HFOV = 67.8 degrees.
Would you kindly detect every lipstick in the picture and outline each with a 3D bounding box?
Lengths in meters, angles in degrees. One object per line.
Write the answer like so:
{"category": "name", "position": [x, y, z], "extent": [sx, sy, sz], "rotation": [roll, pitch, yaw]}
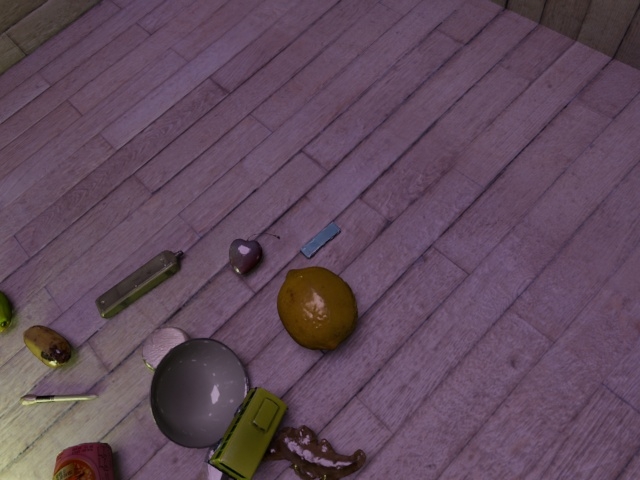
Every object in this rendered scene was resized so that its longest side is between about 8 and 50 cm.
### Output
{"category": "lipstick", "position": [-0.358, 0.816, 1.463], "extent": [0.076, 0.080, 0.371], "rotation": [12, 68, 15]}

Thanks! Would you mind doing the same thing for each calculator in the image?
{"category": "calculator", "position": [0.000, 0.000, 1.819], "extent": [0.172, 0.018, 0.057], "rotation": [-42, 66, -10]}

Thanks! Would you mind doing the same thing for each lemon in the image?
{"category": "lemon", "position": [-0.013, 0.217, 1.582], "extent": [0.258, 0.258, 0.310], "rotation": [-33, 66, -6]}

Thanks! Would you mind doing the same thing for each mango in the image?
{"category": "mango", "position": [-1.303, 0.273, 1.891], "extent": [0.125, 0.111, 0.233], "rotation": [-41, 63, -15]}

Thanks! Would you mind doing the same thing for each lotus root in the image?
{"category": "lotus root", "position": [-1.019, 0.395, 1.787], "extent": [0.258, 0.097, 0.110], "rotation": [25, 64, 29]}

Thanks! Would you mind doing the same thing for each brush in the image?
{"category": "brush", "position": [-0.945, 0.569, 1.724], "extent": [0.299, 0.042, 0.039], "rotation": [-5, 63, 4]}

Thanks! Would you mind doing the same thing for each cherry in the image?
{"category": "cherry", "position": [-0.255, 0.058, 1.791], "extent": [0.188, 0.115, 0.148], "rotation": [8, 47, 9]}

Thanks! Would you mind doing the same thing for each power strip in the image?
{"category": "power strip", "position": [-0.696, 0.158, 1.857], "extent": [0.387, 0.066, 0.092], "rotation": [-36, 62, -5]}

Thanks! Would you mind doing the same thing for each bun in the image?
{"category": "bun", "position": [-0.530, 0.395, 1.676], "extent": [0.172, 0.120, 0.173], "rotation": [-1, 61, 2]}

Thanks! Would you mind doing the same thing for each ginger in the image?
{"category": "ginger", "position": [-0.033, 0.672, 1.472], "extent": [0.333, 0.080, 0.166], "rotation": [14, 84, 17]}

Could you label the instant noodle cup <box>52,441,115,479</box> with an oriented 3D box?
{"category": "instant noodle cup", "position": [-0.739, 0.786, 1.483], "extent": [0.244, 0.244, 0.255], "rotation": [-21, 54, 1]}

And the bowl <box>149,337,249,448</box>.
{"category": "bowl", "position": [-0.418, 0.496, 1.553], "extent": [0.157, 0.337, 0.337], "rotation": [-25, 52, 46]}

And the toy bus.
{"category": "toy bus", "position": [-0.214, 0.586, 1.463], "extent": [0.128, 0.150, 0.262], "rotation": [36, 53, -8]}
